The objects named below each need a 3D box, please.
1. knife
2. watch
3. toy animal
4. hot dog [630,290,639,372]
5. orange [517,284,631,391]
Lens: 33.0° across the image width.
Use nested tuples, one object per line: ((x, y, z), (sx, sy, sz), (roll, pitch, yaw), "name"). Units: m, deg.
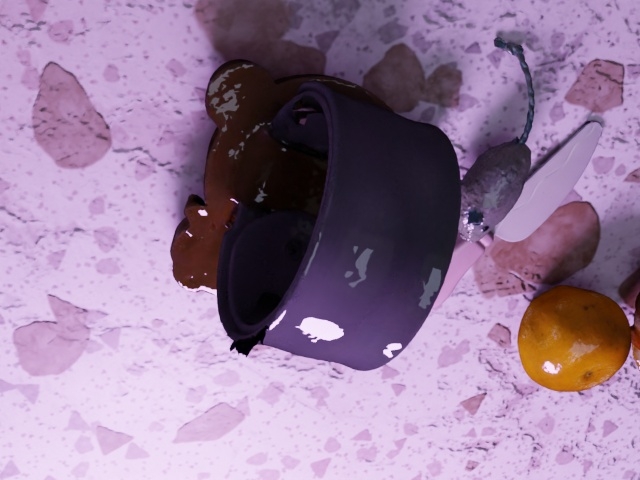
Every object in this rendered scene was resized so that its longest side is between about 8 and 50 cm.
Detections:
((0.242, -0.024, 1.393), (0.336, 0.043, 0.081), (-39, 119, 9), "knife")
((0.000, 0.000, 1.178), (0.314, 0.327, 0.335), (18, 114, -22), "watch")
((0.222, -0.112, 1.312), (0.079, 0.070, 0.253), (2, 113, -34), "toy animal")
((0.493, 0.101, 1.497), (0.146, 0.103, 0.213), (-13, 134, -31), "hot dog")
((0.340, 0.131, 1.462), (0.155, 0.134, 0.154), (-11, 145, -8), "orange")
